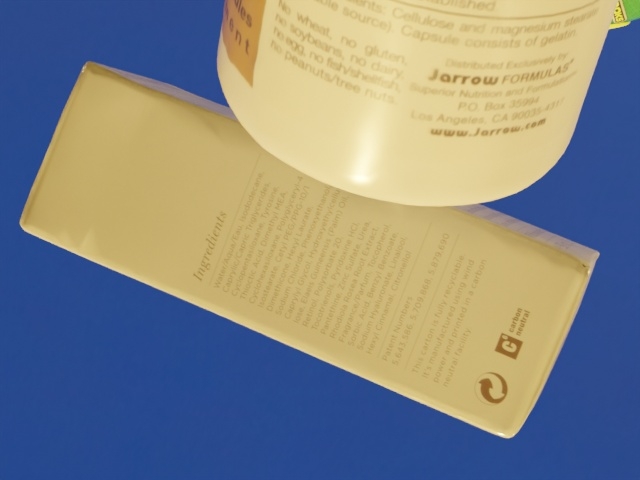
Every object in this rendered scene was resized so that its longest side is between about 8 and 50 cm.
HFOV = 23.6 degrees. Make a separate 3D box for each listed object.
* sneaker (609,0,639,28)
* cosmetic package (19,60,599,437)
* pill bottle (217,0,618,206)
[{"bbox_3d":[0.172,-0.240,0.742,0.123,0.295,0.109,4,-145,-14],"label":"sneaker"},{"bbox_3d":[0.000,0.000,0.679,0.231,0.117,0.085,24,-84,10],"label":"cosmetic package"},{"bbox_3d":[0.045,-0.135,0.479,0.131,0.229,0.131,8,-140,-6],"label":"pill bottle"}]
